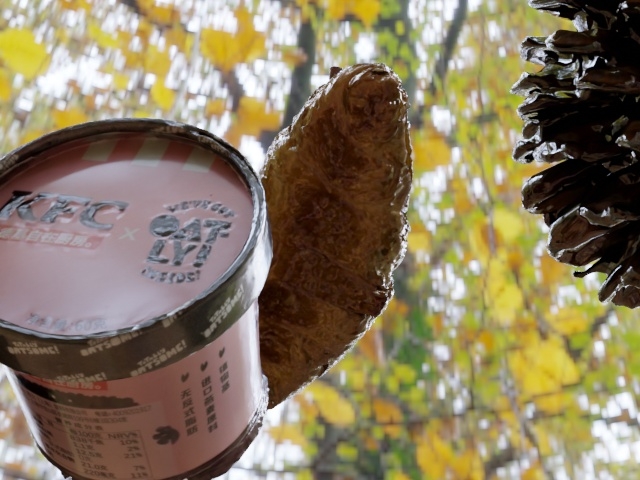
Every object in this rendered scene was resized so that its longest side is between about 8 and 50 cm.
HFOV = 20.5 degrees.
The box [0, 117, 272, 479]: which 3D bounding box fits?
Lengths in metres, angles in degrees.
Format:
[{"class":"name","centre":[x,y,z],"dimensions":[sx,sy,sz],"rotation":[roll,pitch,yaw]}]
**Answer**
[{"class":"box","centre":[-0.093,0.039,0.852],"dimensions":[0.151,0.151,0.135],"rotation":[-4,-48,4]}]

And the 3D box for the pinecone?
[{"class":"pinecone","centre":[0.258,-0.077,1.261],"dimensions":[0.242,0.296,0.298],"rotation":[-6,-19,20]}]

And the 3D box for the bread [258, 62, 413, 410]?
[{"class":"bread","centre":[0.000,0.000,1.048],"dimensions":[0.105,0.076,0.233],"rotation":[23,-72,0]}]

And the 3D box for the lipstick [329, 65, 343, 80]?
[{"class":"lipstick","centre":[0.016,-0.072,1.244],"dimensions":[0.025,0.025,0.107],"rotation":[4,-66,27]}]
